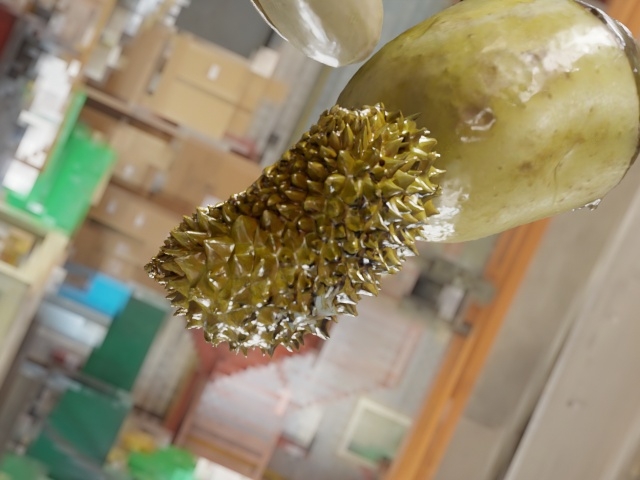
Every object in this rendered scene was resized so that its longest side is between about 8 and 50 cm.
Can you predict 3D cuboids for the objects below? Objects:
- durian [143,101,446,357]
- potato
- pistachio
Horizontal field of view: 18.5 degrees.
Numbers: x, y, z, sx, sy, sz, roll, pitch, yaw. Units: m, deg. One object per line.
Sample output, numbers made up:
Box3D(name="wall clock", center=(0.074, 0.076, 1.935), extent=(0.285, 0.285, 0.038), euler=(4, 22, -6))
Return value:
Box3D(name="durian", center=(0.001, 0.003, 1.530), extent=(0.249, 0.183, 0.138), euler=(-41, -145, 6))
Box3D(name="potato", center=(0.122, -0.097, 1.729), extent=(0.285, 0.242, 0.242), euler=(8, -111, 46))
Box3D(name="pistachio", center=(-0.010, -0.267, 1.959), extent=(0.131, 0.206, 0.129), euler=(-30, -147, -1))
